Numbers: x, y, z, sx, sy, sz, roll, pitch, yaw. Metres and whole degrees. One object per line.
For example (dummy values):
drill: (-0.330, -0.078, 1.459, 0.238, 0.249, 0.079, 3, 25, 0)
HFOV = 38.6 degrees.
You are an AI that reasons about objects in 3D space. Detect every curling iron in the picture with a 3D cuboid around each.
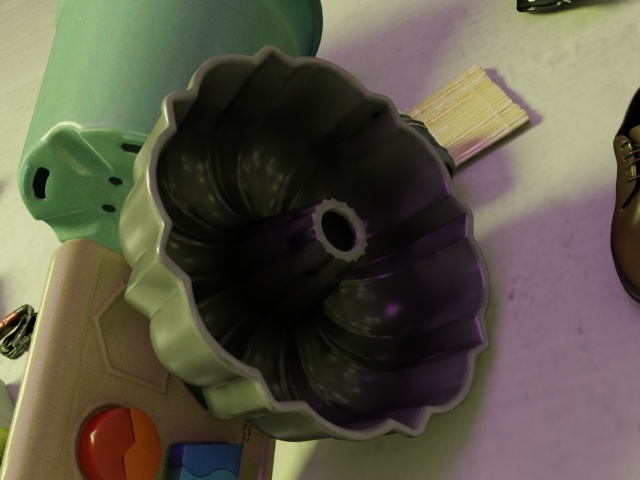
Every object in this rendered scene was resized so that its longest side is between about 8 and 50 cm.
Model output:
curling iron: (-0.459, 0.167, 1.145, 0.274, 0.035, 0.068, -33, 35, 3)

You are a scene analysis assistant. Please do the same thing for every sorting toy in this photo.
sorting toy: (-0.116, 0.086, 0.734, 0.041, 0.229, 0.307, -21, 53, 41)

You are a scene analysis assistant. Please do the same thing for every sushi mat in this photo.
sushi mat: (0.069, -0.081, 1.018, 0.317, 0.019, 0.151, -32, 36, 4)

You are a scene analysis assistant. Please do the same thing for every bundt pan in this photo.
bundt pan: (-0.019, 0.016, 0.743, 0.124, 0.331, 0.330, -35, 27, 44)

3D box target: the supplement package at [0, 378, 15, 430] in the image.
supplement package: (-0.430, 0.190, 0.957, 0.149, 0.194, 0.203, -41, 35, -9)

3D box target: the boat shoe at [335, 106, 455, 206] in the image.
boat shoe: (0.000, 0.000, 0.898, 0.319, 0.116, 0.099, -43, 56, -9)

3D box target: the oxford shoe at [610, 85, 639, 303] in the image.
oxford shoe: (0.270, -0.045, 0.747, 0.083, 0.096, 0.227, -12, 43, 26)

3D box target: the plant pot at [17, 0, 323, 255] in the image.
plant pot: (-0.184, -0.163, 1.076, 0.341, 0.341, 0.334, -14, 47, 27)

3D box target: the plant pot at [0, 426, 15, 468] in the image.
plant pot: (-0.278, 0.287, 0.706, 0.207, 0.228, 0.227, -6, 44, 45)

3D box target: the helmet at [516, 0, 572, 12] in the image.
helmet: (0.268, -0.350, 1.042, 0.169, 0.169, 0.162, -49, 21, -19)
